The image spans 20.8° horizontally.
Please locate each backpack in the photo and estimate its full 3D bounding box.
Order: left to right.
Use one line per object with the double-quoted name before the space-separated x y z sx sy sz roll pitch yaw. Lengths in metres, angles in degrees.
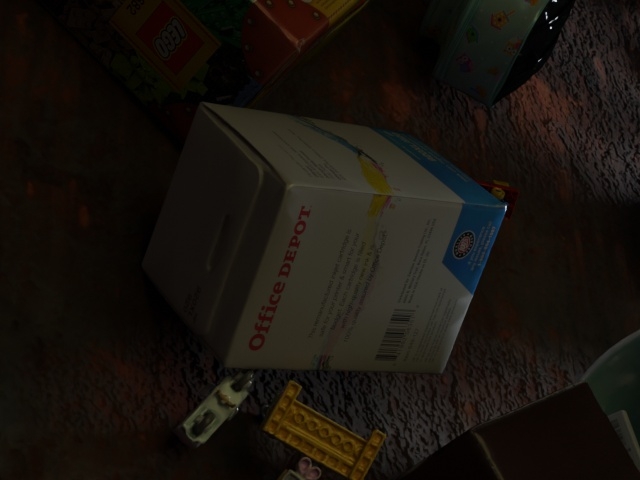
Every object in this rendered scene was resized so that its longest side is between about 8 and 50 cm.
"backpack" 0.190 -0.240 1.870 0.144 0.166 0.188 28 42 0

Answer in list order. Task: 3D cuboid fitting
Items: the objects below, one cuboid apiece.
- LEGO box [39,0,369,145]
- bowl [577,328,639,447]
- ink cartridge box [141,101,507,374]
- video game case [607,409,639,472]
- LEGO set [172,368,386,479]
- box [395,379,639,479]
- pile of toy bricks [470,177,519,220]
"LEGO box" -0.081 -0.369 1.719 0.372 0.193 0.500 45 43 -3
"bowl" 0.381 0.232 1.623 0.163 0.311 0.311 20 46 -55
"ink cartridge box" 0.000 0.000 1.497 0.233 0.171 0.168 6 24 -36
"video game case" 0.243 0.220 1.614 0.011 0.122 0.087 21 46 -54
"LEGO set" 0.007 0.222 1.464 0.132 0.107 0.287 -38 92 -13
"box" 0.179 0.260 1.496 0.167 0.168 0.203 -16 73 -43
"pile of toy bricks" 0.074 -0.046 1.698 0.212 0.118 0.105 12 24 -13
